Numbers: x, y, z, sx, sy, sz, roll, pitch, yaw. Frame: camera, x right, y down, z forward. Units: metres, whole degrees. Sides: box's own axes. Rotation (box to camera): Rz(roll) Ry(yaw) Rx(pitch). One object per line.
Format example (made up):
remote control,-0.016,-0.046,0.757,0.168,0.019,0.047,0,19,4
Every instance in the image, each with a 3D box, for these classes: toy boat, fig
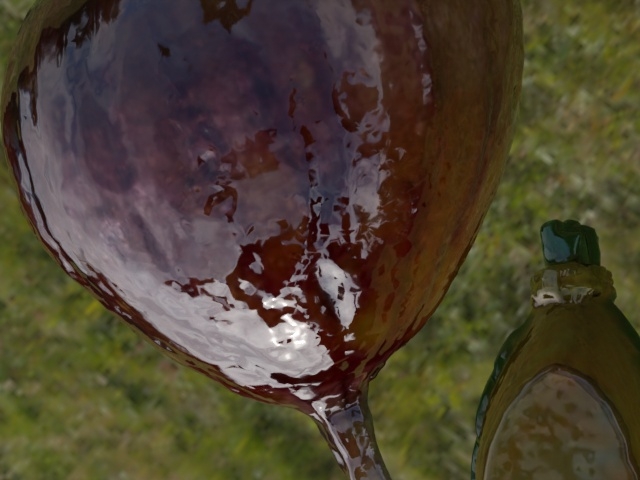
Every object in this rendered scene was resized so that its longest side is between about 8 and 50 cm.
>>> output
toy boat,0.108,0.107,0.715,0.089,0.088,0.229,-1,94,14
fig,-0.021,-0.019,0.494,0.149,0.148,0.202,21,100,36
